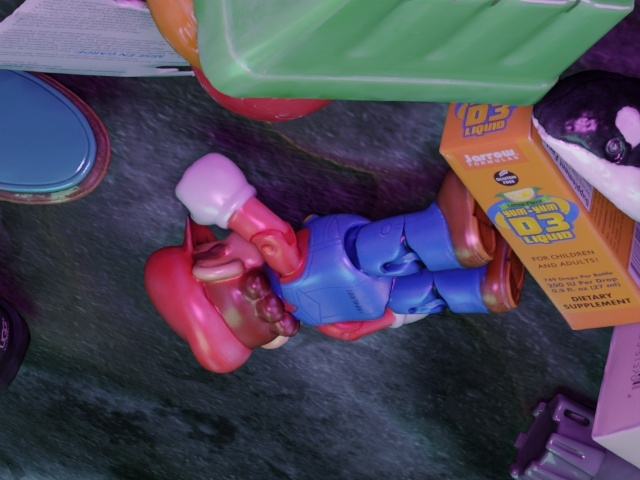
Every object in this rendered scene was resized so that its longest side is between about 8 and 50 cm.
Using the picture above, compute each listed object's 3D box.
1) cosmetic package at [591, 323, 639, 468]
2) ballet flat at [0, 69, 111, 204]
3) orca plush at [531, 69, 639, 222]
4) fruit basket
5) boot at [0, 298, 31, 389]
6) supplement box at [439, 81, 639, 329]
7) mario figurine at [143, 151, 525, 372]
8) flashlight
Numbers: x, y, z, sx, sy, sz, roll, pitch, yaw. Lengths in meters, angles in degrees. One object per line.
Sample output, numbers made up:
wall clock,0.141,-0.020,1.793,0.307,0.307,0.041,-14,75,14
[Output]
cosmetic package,0.380,0.152,1.186,0.296,0.153,0.129,31,148,-23
ballet flat,-0.320,-0.096,1.216,0.342,0.116,0.124,12,168,12
orca plush,0.267,-0.046,0.985,0.287,0.151,0.102,37,113,-24
fruit basket,-0.009,-0.153,0.855,0.327,0.165,0.353,-2,178,-33
boot,-0.514,0.035,1.379,0.367,0.146,0.445,-1,163,8
supplement box,0.176,-0.028,1.079,0.078,0.080,0.233,-9,137,34
mario figurine,0.000,0.000,1.215,0.320,0.170,0.198,-9,104,22
flashlight,0.330,0.262,1.437,0.304,0.103,0.103,25,151,-14
